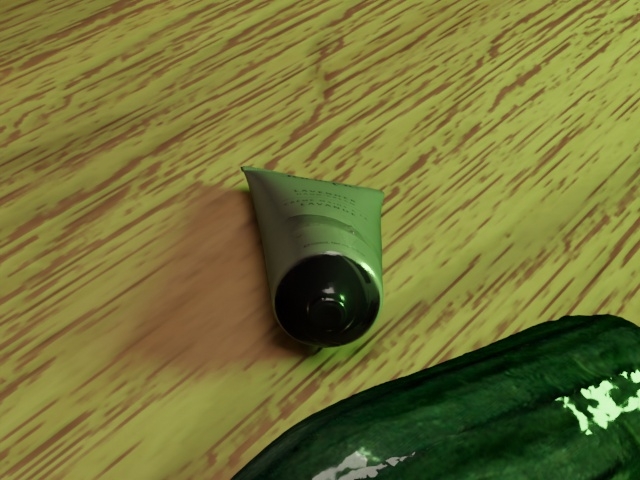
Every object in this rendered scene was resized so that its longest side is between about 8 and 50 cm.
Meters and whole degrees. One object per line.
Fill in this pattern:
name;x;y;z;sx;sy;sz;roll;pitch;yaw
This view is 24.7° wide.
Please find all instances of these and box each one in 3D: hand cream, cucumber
hand cream;0.000;0.000;0.787;0.087;0.054;0.186;9;23;-7
cucumber;0.058;0.092;0.635;0.244;0.063;0.115;-19;40;-37
